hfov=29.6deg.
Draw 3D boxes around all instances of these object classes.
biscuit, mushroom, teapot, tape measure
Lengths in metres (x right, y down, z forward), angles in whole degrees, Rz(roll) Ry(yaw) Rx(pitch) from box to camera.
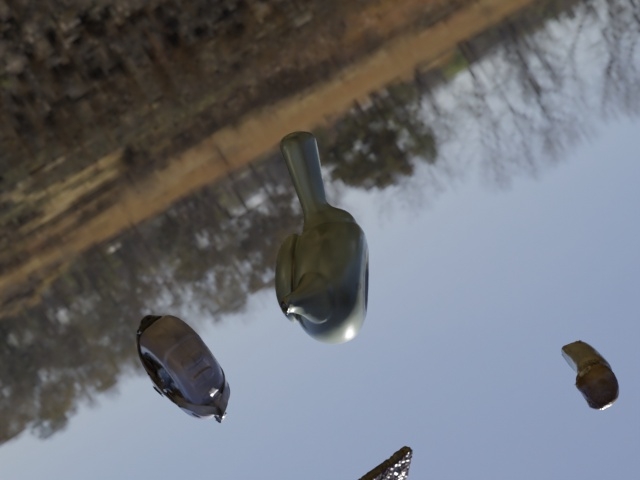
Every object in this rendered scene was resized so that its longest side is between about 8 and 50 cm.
[{"bbox_3d":[0.092,0.482,2.263,0.026,0.131,0.237,26,-146,31],"label":"biscuit"},{"bbox_3d":[0.465,0.224,2.108,0.071,0.084,0.209,-29,-167,5],"label":"mushroom"},{"bbox_3d":[0.003,0.005,1.935,0.149,0.318,0.220,1,162,4],"label":"teapot"},{"bbox_3d":[-0.258,0.230,2.241,0.120,0.197,0.236,-36,-141,-21],"label":"tape measure"}]
